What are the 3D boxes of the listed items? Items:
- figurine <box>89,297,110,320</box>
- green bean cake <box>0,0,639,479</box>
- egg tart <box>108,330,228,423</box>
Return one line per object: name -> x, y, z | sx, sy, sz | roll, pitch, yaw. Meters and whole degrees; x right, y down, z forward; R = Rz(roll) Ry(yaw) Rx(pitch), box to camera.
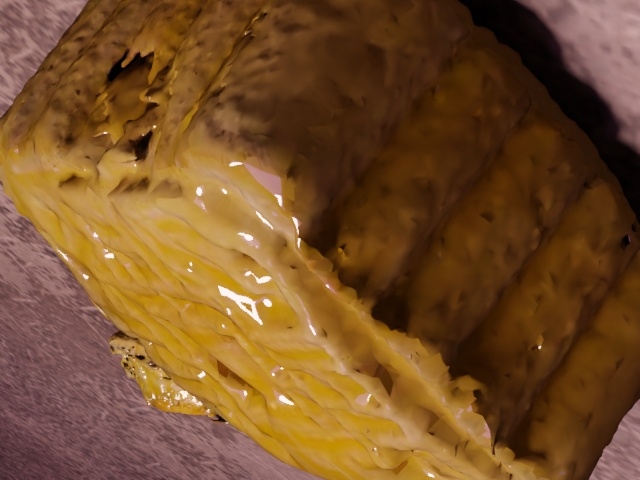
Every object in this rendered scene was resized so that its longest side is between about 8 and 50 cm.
figurine -> -0.119, 0.005, 0.877 | 0.143, 0.068, 0.101 | 41, 162, 31
green bean cake -> 0.000, 0.000, 0.586 | 0.230, 0.131, 0.224 | 47, 157, -27
egg tart -> -0.069, 0.082, 0.912 | 0.130, 0.052, 0.130 | 10, 177, 0
